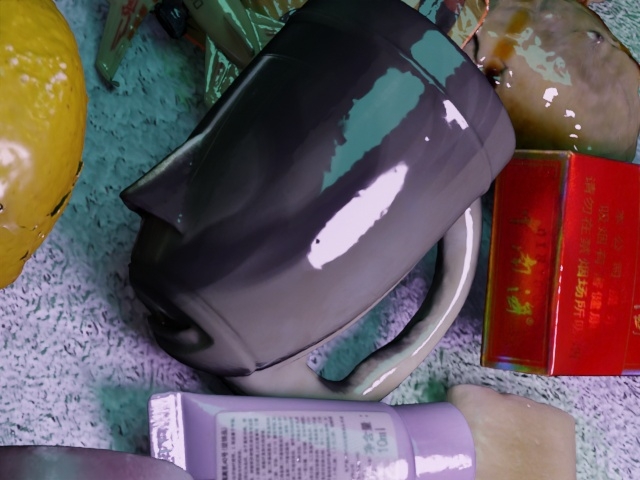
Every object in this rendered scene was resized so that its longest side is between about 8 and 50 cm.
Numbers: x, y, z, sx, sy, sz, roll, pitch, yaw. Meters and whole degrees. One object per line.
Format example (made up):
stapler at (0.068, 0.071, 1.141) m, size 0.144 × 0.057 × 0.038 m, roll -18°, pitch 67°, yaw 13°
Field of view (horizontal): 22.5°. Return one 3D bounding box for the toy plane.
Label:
toy plane at (-0.123, -0.254, 1.467) m, size 0.242 × 0.104 × 0.256 m, roll -34°, pitch 80°, yaw -5°

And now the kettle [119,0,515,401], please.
kettle at (0.000, 0.000, 1.369) m, size 0.324 × 0.228 × 0.321 m, roll -47°, pitch 122°, yaw -15°

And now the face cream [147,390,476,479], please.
face cream at (-0.009, 0.191, 1.324) m, size 0.274 × 0.096 × 0.154 m, roll -3°, pitch 92°, yaw -26°

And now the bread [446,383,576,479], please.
bread at (0.168, 0.226, 1.440) m, size 0.139 × 0.060 × 0.178 m, roll 20°, pitch 56°, yaw -21°

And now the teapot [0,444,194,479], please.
teapot at (-0.236, 0.310, 1.058) m, size 0.315 × 0.233 × 0.312 m, roll -2°, pitch 68°, yaw -1°

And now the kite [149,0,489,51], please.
kite at (-0.001, -0.242, 1.524) m, size 0.327 × 0.013 × 0.377 m, roll -8°, pitch 80°, yaw -5°

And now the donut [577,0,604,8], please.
donut at (0.271, -0.320, 1.767) m, size 0.186 × 0.144 × 0.126 m, roll -30°, pitch 60°, yaw -15°

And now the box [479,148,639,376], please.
box at (0.283, 0.028, 1.510) m, size 0.313 × 0.089 × 0.197 m, roll 5°, pitch 89°, yaw -47°

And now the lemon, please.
lemon at (-0.298, -0.082, 1.192) m, size 0.253 × 0.253 × 0.310 m, roll 20°, pitch 54°, yaw -22°

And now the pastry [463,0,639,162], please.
pastry at (0.229, -0.167, 1.624) m, size 0.256 × 0.170 × 0.237 m, roll 39°, pitch 42°, yaw 2°
